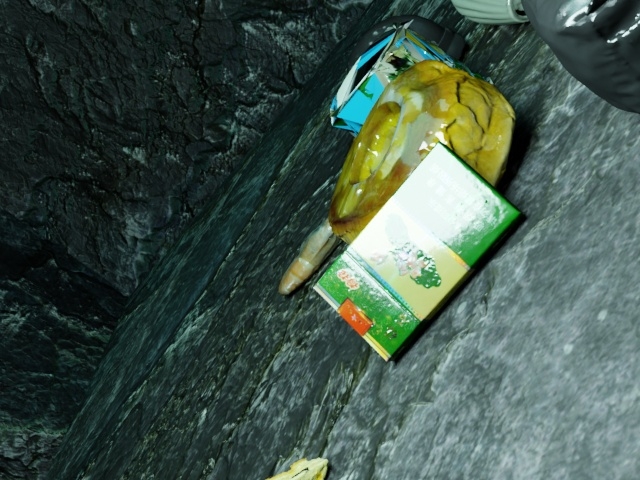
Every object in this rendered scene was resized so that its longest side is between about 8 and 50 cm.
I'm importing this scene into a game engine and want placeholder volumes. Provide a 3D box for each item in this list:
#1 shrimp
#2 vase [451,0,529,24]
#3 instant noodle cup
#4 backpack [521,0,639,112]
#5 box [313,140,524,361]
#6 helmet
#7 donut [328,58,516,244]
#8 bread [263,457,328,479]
[{"bbox_3d":[-0.002,-0.001,1.688,0.251,0.052,0.143,-46,12,29],"label":"shrimp"},{"bbox_3d":[0.304,-0.424,1.607,0.128,0.128,0.248,-50,23,11],"label":"vase"},{"bbox_3d":[0.136,-0.227,1.527,0.240,0.178,0.240,-50,14,17],"label":"instant noodle cup"},{"bbox_3d":[0.378,-0.351,0.908,0.445,0.255,0.363,-45,22,19],"label":"backpack"},{"bbox_3d":[0.113,0.014,1.115,0.235,0.132,0.034,-49,-18,13],"label":"box"},{"bbox_3d":[0.146,-0.345,1.834,0.230,0.160,0.279,-54,12,-13],"label":"helmet"},{"bbox_3d":[0.125,-0.107,1.291,0.330,0.160,0.330,-52,15,20],"label":"donut"},{"bbox_3d":[-0.047,0.277,1.075,0.084,0.080,0.109,-30,29,54],"label":"bread"}]
